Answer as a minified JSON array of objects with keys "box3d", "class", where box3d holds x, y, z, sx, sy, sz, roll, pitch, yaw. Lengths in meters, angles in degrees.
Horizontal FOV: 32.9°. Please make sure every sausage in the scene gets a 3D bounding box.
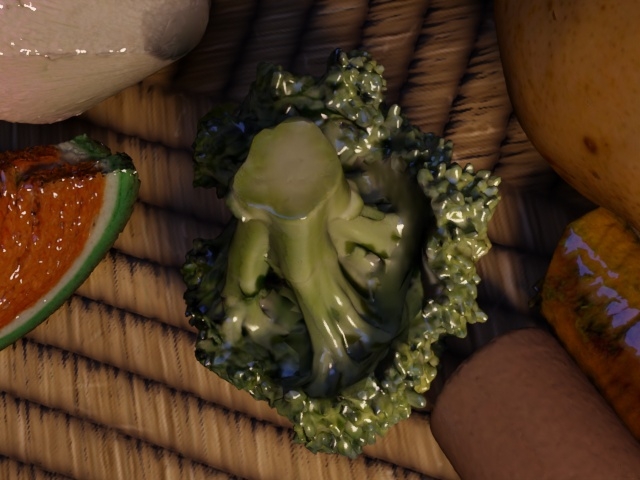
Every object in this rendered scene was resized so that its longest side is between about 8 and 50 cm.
[{"box3d":[0.187,0.190,0.765,0.123,0.123,0.253,-35,54,-1],"class":"sausage"}]

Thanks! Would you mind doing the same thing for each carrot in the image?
[{"box3d":[0.267,0.115,0.818,0.114,0.114,0.302,-34,73,-1],"class":"carrot"}]

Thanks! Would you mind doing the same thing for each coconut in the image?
[{"box3d":[-0.225,-0.245,0.867,0.309,0.297,0.297,30,83,12],"class":"coconut"}]

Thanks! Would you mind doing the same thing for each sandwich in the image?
[{"box3d":[-0.269,0.005,0.902,0.079,0.159,0.235,48,113,35],"class":"sandwich"}]

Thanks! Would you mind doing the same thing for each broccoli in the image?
[{"box3d":[0.011,-0.002,0.821,0.235,0.260,0.288,-28,69,-34],"class":"broccoli"}]

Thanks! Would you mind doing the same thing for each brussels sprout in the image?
[{"box3d":[-0.067,-0.100,0.946,0.083,0.046,0.051,-15,72,-6],"class":"brussels sprout"}]

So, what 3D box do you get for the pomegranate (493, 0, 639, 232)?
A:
[{"box3d":[0.336,-0.157,0.741,0.416,0.416,0.417,-1,78,7],"class":"pomegranate"}]
